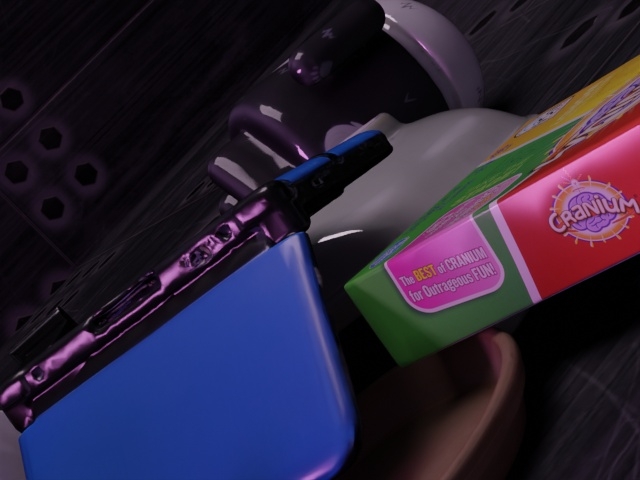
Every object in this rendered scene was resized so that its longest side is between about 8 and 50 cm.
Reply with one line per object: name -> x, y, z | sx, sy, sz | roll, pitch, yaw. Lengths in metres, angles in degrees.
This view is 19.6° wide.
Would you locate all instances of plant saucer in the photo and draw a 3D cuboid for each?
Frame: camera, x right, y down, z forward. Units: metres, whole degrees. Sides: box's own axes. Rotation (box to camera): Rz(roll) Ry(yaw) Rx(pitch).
plant saucer -> 0.000, 0.000, 1.481 | 0.400, 0.100, 0.400 | -38, 3, 2
plant saucer -> 0.018, 0.159, 1.070 | 0.278, 0.041, 0.278 | -42, 10, 9

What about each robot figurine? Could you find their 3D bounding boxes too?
robot figurine -> 0.025, -0.108, 1.736 | 0.278, 0.173, 0.209 | -42, 7, -20

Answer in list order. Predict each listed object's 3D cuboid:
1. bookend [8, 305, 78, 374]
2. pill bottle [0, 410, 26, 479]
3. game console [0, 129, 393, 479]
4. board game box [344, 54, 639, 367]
bookend -> -0.224, 0.162, 1.697 | 0.072, 0.156, 0.157 | -41, 11, 16
pill bottle -> -0.286, 0.243, 1.354 | 0.265, 0.153, 0.153 | -40, 11, 29
game console -> -0.063, 0.090, 1.241 | 0.293, 0.173, 0.250 | -35, -1, 33
board game box -> 0.190, -0.058, 1.087 | 0.316, 0.064, 0.242 | -31, 7, 46
